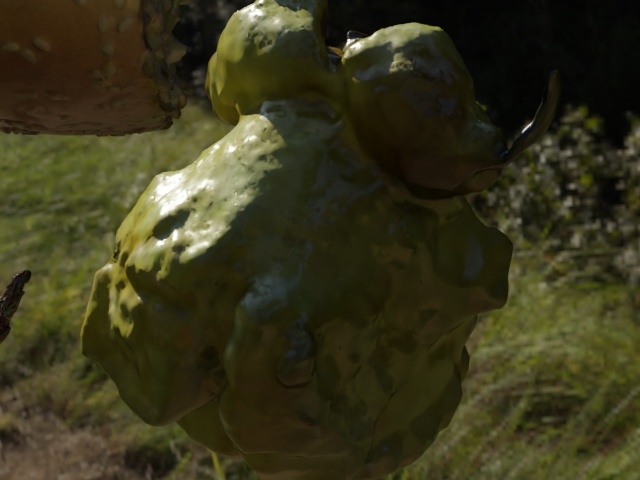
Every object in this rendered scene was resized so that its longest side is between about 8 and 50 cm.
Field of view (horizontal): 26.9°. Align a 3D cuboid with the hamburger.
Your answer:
[{"bbox_3d":[-0.238,-0.218,1.068,0.287,0.268,0.445,1,4,-1],"label":"hamburger"}]

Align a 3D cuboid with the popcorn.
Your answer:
[{"bbox_3d":[0.008,0.005,0.554,0.168,0.195,0.173,28,2,-26],"label":"popcorn"}]

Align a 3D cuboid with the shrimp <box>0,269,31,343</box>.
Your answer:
[{"bbox_3d":[-0.319,0.076,1.341,0.091,0.025,0.127,-30,29,55],"label":"shrimp"}]
